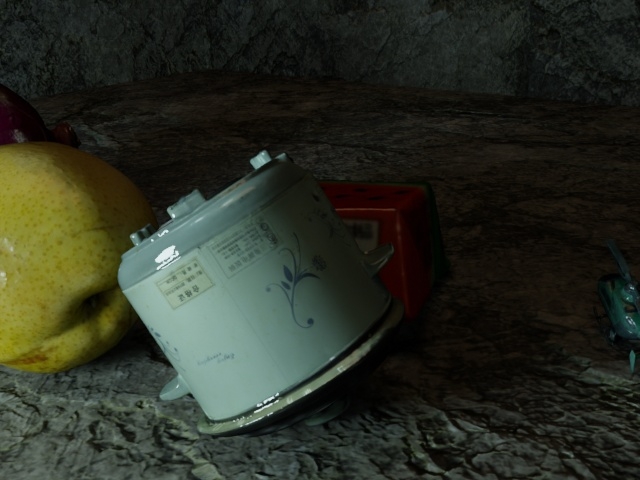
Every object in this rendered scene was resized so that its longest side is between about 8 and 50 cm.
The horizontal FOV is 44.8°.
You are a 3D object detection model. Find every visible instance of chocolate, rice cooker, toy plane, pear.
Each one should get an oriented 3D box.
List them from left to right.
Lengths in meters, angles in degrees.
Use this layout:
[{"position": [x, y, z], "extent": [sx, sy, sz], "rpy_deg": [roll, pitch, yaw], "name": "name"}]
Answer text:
[{"position": [-0.359, 0.020, 1.014], "extent": [0.314, 0.314, 0.314], "rpy_deg": [-2, 20, 1], "name": "pear"}, {"position": [-0.059, 0.070, 0.863], "extent": [0.317, 0.316, 0.264], "rpy_deg": [-4, 4, -5], "name": "rice cooker"}, {"position": [0.000, 0.000, 1.176], "extent": [0.360, 0.161, 0.341], "rpy_deg": [2, 11, 16], "name": "chocolate"}, {"position": [0.406, 0.100, 0.998], "extent": [0.060, 0.096, 0.235], "rpy_deg": [-5, 38, 1], "name": "toy plane"}]

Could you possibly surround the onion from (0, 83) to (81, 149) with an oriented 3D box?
[{"position": [-0.607, -0.154, 1.467], "extent": [0.348, 0.347, 0.385], "rpy_deg": [12, 26, 34], "name": "onion"}]
